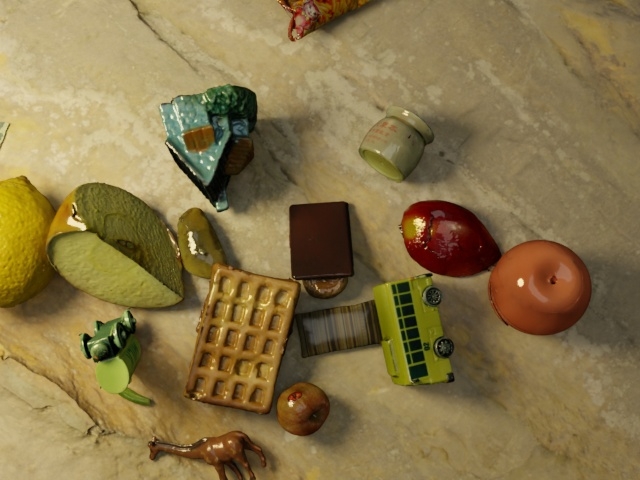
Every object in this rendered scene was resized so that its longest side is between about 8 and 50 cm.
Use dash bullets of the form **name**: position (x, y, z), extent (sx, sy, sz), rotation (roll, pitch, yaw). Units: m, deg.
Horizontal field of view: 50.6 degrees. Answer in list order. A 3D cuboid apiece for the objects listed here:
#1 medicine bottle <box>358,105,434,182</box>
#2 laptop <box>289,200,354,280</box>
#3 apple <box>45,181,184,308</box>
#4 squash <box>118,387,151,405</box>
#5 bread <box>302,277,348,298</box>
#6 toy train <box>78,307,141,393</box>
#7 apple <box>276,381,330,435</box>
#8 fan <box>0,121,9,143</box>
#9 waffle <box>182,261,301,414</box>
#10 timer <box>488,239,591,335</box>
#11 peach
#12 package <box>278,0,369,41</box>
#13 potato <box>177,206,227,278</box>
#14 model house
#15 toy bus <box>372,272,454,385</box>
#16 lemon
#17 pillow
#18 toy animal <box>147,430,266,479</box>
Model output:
- **medicine bottle**: position (0.188, -0.240, 1.674), extent (0.147, 0.147, 0.143), rotation (35, 81, 2)
- **laptop**: position (0.000, 0.000, 1.664), extent (0.154, 0.026, 0.207), rotation (-5, 63, 1)
- **apple**: position (-0.469, 0.022, 1.577), extent (0.346, 0.179, 0.254), rotation (41, 80, -34)
- **squash**: position (-0.449, 0.375, 1.625), extent (0.089, 0.027, 0.027), rotation (28, 82, -2)
- **bread**: position (0.011, 0.104, 1.664), extent (0.113, 0.060, 0.082), rotation (1, 82, 0)
- **toy train**: position (-0.464, 0.255, 1.538), extent (0.105, 0.253, 0.157), rotation (-18, 98, -6)
- **apple**: position (-0.042, 0.397, 1.597), extent (0.102, 0.126, 0.126), rotation (22, 79, 43)
- **fan**: position (-0.874, -0.213, 1.694), extent (0.131, 0.009, 0.240), rotation (36, 82, 3)
- **waffle**: position (-0.182, 0.230, 1.593), extent (0.224, 0.098, 0.327), rotation (14, 88, -10)
- **timer**: position (0.519, 0.113, 1.611), extent (0.230, 0.215, 0.229), rotation (1, 76, -3)
- **peach**: position (0.333, -0.002, 1.690), extent (0.279, 0.068, 0.189), rotation (19, 84, 0)
- **package**: position (-0.010, -0.653, 1.746), extent (0.288, 0.108, 0.223), rotation (-30, 79, -13)
- **potato**: position (-0.295, 0.008, 1.653), extent (0.105, 0.085, 0.188), rotation (-16, 78, -10)
- **model house**: position (-0.239, -0.203, 1.593), extent (0.226, 0.261, 0.241), rotation (-11, 82, -3)
- **toy bus**: position (0.218, 0.219, 1.615), extent (0.150, 0.128, 0.262), rotation (-10, 83, -15)
- **lemon**: position (-0.728, 0.003, 1.545), extent (0.268, 0.268, 0.321), rotation (8, 87, -1)
- **pillow**: position (0.044, 0.217, 1.662), extent (0.203, 0.038, 0.113), rotation (-9, 85, -3)
- **toy animal**: position (-0.270, 0.509, 1.600), extent (0.224, 0.066, 0.229), rotation (-41, 95, 12)
